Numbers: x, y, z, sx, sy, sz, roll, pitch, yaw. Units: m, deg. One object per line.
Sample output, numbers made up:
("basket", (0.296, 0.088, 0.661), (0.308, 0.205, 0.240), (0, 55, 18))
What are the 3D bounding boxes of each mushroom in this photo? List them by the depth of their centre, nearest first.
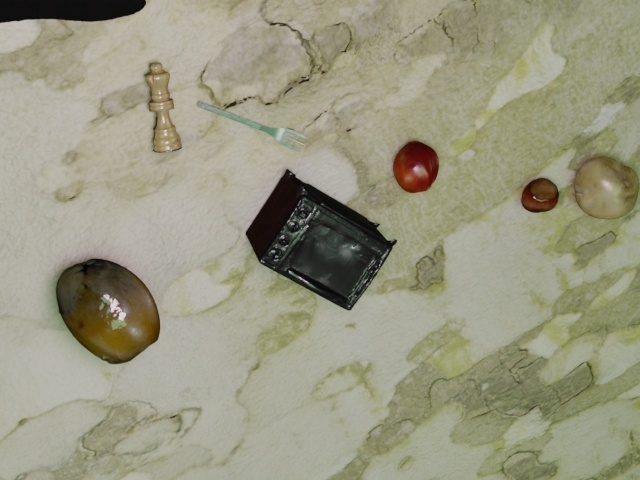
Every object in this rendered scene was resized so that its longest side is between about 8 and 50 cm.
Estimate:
("mushroom", (0.640, -0.116, 2.075), (0.112, 0.148, 0.148), (-19, 120, -52))

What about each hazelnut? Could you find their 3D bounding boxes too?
("hazelnut", (0.489, -0.098, 2.064), (0.086, 0.086, 0.086), (-5, 110, -14))

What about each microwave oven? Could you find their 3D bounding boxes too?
("microwave oven", (-0.001, 0.001, 1.898), (0.247, 0.188, 0.178), (29, 99, -22))

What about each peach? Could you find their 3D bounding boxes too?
("peach", (0.200, -0.156, 1.951), (0.101, 0.101, 0.101), (-5, 110, -14))

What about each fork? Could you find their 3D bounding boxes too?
("fork", (-0.138, -0.237, 1.869), (0.235, 0.021, 0.039), (20, 98, -19))

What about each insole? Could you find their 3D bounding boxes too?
("insole", (-0.490, -0.422, 1.667), (0.348, 0.119, 0.009), (-7, 74, -9))

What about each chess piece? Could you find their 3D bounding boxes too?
("chess piece", (-0.309, -0.258, 1.796), (0.060, 0.060, 0.172), (-10, 109, -12))

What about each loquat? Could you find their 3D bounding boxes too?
("loquat", (-0.422, 0.137, 1.836), (0.179, 0.179, 0.227), (-41, 100, 1))
